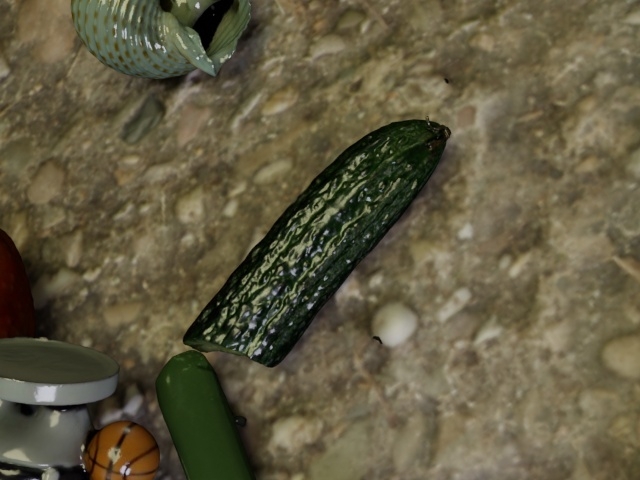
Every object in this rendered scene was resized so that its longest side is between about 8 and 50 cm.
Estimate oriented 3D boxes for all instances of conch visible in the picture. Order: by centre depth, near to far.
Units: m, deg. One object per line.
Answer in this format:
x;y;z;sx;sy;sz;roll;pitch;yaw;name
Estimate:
-0.141;-0.201;1.173;0.153;0.102;0.135;33;77;-4;conch

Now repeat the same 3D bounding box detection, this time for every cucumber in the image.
-0.001;-0.001;1.055;0.077;0.077;0.265;38;89;30;cucumber

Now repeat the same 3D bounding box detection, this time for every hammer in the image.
-0.055;0.225;0.985;0.206;0.119;0.335;-32;55;10;hammer

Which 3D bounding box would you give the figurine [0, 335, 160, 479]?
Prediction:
-0.212;0.205;1.014;0.176;0.133;0.236;14;101;22;figurine

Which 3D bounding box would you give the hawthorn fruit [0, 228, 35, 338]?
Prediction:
-0.336;0.096;1.103;0.205;0.205;0.253;-13;73;19;hawthorn fruit
